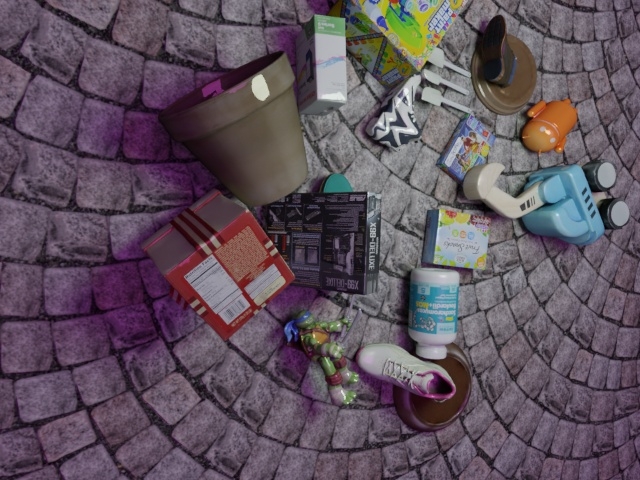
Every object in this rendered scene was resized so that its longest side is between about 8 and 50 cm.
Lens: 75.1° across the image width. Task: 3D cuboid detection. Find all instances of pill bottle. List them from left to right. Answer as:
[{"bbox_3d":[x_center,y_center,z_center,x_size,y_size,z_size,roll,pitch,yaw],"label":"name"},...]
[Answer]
[{"bbox_3d":[0.346,0.221,1.279,0.146,0.146,0.264,1,92,-21],"label":"pill bottle"}]

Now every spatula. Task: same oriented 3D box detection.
[{"bbox_3d":[0.403,-0.496,1.306,0.241,0.019,0.168,3,87,-36],"label":"spatula"}]

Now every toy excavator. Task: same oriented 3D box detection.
[{"bbox_3d":[0.734,-0.129,1.382,0.445,0.222,0.433,-32,102,-14],"label":"toy excavator"}]

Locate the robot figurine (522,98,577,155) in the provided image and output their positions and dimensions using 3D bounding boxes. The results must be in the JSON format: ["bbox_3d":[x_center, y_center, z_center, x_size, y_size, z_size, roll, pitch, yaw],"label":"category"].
[{"bbox_3d":[0.788,-0.390,1.435,0.219,0.128,0.158,-45,138,-14],"label":"robot figurine"}]

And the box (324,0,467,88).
[{"bbox_3d":[0.210,-0.652,1.176,0.279,0.177,0.290,37,79,-19],"label":"box"}]

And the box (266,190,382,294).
[{"bbox_3d":[0.000,0.000,1.060,0.076,0.307,0.243,-1,93,-57],"label":"box"}]

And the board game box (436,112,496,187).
[{"bbox_3d":[0.480,-0.294,1.369,0.136,0.035,0.201,34,80,-19],"label":"board game box"}]

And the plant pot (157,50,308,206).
[{"bbox_3d":[-0.171,-0.246,1.002,0.323,0.323,0.280,-36,121,-16],"label":"plant pot"}]

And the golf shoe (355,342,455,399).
[{"bbox_3d":[0.256,0.385,1.228,0.306,0.140,0.115,17,84,-2],"label":"golf shoe"}]

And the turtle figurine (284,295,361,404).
[{"bbox_3d":[0.061,0.292,1.147,0.274,0.198,0.266,-25,104,-15],"label":"turtle figurine"}]

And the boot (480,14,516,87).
[{"bbox_3d":[0.579,-0.604,1.347,0.106,0.082,0.219,10,84,-43],"label":"boot"}]

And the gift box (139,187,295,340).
[{"bbox_3d":[-0.246,0.064,0.993,0.255,0.258,0.276,-37,124,-18],"label":"gift box"}]

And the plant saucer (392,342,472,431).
[{"bbox_3d":[0.381,0.479,1.358,0.310,0.050,0.311,-1,93,-20],"label":"plant saucer"}]

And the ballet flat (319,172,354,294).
[{"bbox_3d":[0.054,-0.015,1.165,0.123,0.123,0.349,-4,70,-21],"label":"ballet flat"}]

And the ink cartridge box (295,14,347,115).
[{"bbox_3d":[0.001,-0.458,1.113,0.093,0.154,0.213,-5,94,-21],"label":"ink cartridge box"}]

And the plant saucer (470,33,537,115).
[{"bbox_3d":[0.633,-0.569,1.416,0.277,0.041,0.278,-1,92,-20],"label":"plant saucer"}]

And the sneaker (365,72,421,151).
[{"bbox_3d":[0.258,-0.371,1.251,0.153,0.094,0.235,37,78,-21],"label":"sneaker"}]

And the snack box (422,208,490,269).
[{"bbox_3d":[0.440,-0.001,1.348,0.207,0.070,0.175,8,89,-20],"label":"snack box"}]
